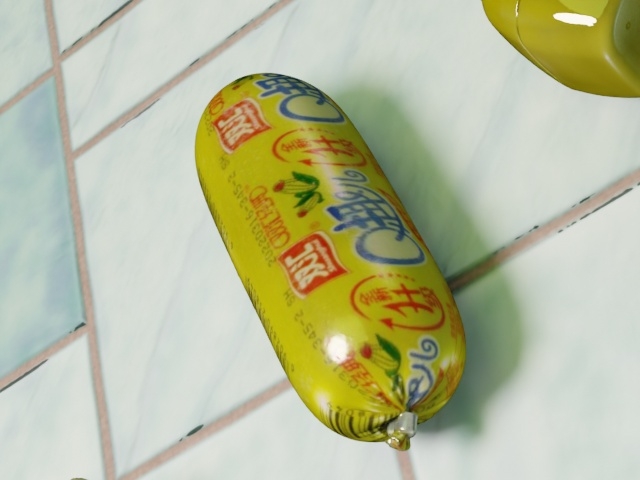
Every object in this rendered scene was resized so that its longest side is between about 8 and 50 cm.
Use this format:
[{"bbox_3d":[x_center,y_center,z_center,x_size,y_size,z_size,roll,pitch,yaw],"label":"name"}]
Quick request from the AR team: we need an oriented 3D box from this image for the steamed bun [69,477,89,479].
[{"bbox_3d":[-0.142,0.304,0.954,0.295,0.137,0.292,27,90,53],"label":"steamed bun"}]

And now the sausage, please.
[{"bbox_3d":[0.000,0.000,1.002,0.123,0.123,0.347,-41,48,16],"label":"sausage"}]

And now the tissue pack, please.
[{"bbox_3d":[0.186,-0.188,0.947,0.127,0.123,0.178,23,84,45],"label":"tissue pack"}]
